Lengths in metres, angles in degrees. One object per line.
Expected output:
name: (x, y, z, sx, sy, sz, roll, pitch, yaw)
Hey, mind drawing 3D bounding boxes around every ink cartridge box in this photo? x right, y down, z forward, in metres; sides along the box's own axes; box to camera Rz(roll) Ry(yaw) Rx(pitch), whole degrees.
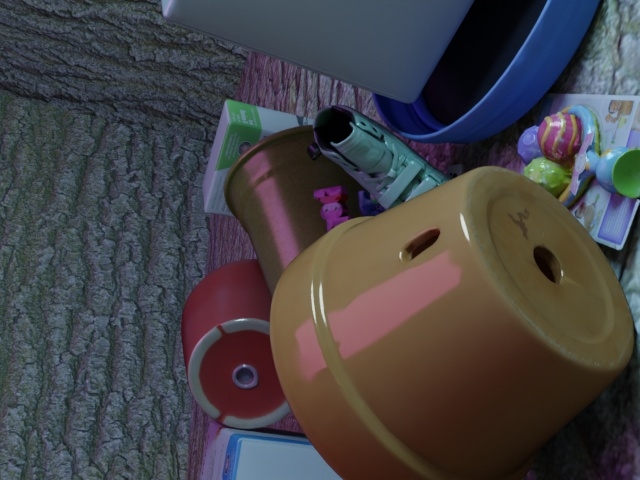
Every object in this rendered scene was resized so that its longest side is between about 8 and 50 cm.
ink cartridge box: (-0.085, 0.419, 1.272, 0.270, 0.197, 0.198, 159, 121, -71)
ink cartridge box: (-0.074, -0.138, 1.505, 0.114, 0.273, 0.198, -107, 32, -56)

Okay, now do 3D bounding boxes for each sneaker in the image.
sneaker: (0.086, -0.073, 0.952, 0.256, 0.151, 0.094, 46, 106, 32)

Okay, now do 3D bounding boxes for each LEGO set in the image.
LEGO set: (0.111, -0.037, 1.078, 0.227, 0.087, 0.093, -8, 81, 33)

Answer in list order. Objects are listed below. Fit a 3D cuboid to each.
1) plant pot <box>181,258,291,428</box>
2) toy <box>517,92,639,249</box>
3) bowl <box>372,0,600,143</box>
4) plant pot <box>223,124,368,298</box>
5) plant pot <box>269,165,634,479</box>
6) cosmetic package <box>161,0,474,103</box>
plant pot: (-0.123, 0.190, 1.355, 0.243, 0.275, 0.274, -98, 23, -76)
toy: (0.239, -0.083, 0.764, 0.237, 0.056, 0.136, -137, 62, -72)
bowl: (0.194, -0.303, 0.941, 0.391, 0.077, 0.391, -40, 43, 52)
plant pot: (0.000, 0.000, 1.230, 0.276, 0.276, 0.253, 119, 146, -46)
plant pot: (0.129, 0.072, 0.682, 0.203, 0.291, 0.290, -42, 36, 38)
cosmetic package: (0.025, -0.438, 0.890, 0.393, 0.327, 0.329, -61, 30, 31)
